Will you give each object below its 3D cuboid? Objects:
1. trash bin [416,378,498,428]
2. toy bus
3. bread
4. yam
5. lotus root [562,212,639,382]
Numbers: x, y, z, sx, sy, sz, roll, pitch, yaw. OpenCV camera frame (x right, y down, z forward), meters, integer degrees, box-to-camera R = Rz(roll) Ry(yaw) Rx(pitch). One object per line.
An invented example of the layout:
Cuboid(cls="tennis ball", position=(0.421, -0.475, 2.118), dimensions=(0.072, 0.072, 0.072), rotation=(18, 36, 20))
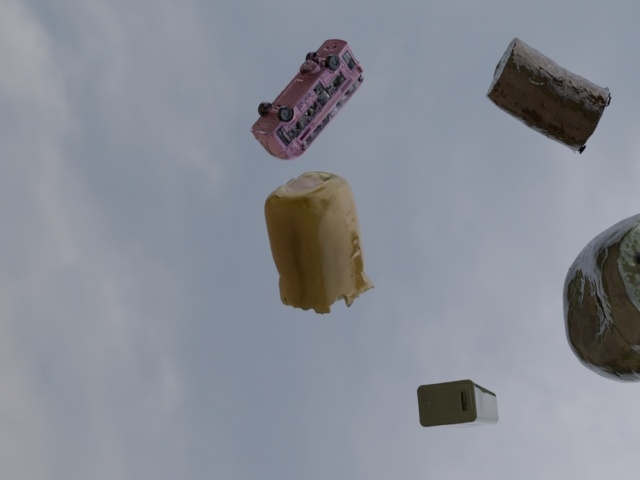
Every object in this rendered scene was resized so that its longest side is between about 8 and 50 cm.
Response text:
Cuboid(cls="trash bin", position=(0.145, 0.172, 1.198), dimensions=(0.060, 0.092, 0.043), rotation=(-10, -107, 24))
Cuboid(cls="toy bus", position=(-0.018, -0.211, 1.758), dimensions=(0.063, 0.203, 0.090), rotation=(19, -26, 48))
Cuboid(cls="bread", position=(0.001, 0.000, 1.520), dimensions=(0.085, 0.134, 0.173), rotation=(5, -68, 50))
Cuboid(cls="yam", position=(0.249, -0.160, 1.287), dimensions=(0.127, 0.084, 0.084), rotation=(27, -34, -7))
Cuboid(cls="lotus root", position=(0.488, 0.089, 1.731), dimensions=(0.251, 0.250, 0.346), rotation=(65, -15, 13))
